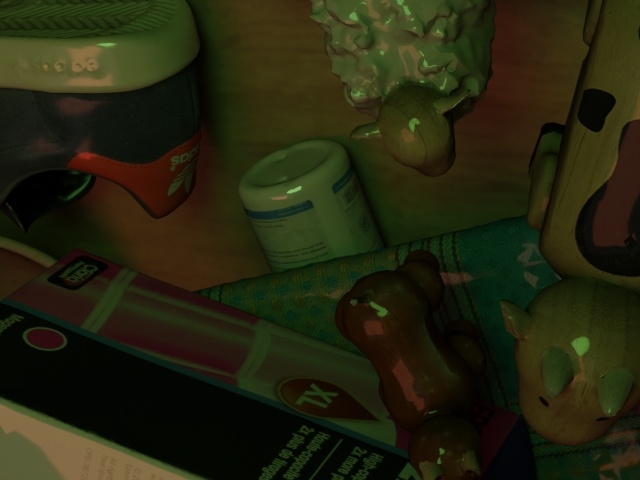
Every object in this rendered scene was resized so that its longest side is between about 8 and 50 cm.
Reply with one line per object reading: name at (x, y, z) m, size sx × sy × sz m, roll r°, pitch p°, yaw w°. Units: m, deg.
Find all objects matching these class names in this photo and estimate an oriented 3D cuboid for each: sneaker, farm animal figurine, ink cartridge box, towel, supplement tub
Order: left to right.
sneaker at (-0.227, -0.084, 1.103) m, size 0.350 × 0.131 × 0.148 m, roll 10°, pitch 124°, yaw 31°
ink cartridge box at (-0.016, 0.117, 0.913) m, size 0.371 × 0.176 × 0.069 m, roll 22°, pitch 116°, yaw 13°
supplement tub at (0.000, 0.000, 1.039) m, size 0.071 × 0.071 × 0.107 m, roll -1°, pitch 121°, yaw 39°
towel at (0.074, 0.128, 1.004) m, size 0.370 × 0.040 × 0.271 m, roll -12°, pitch 104°, yaw 25°
farm animal figurine at (0.161, 0.009, 0.792) m, size 0.330 × 0.172 × 0.327 m, roll 0°, pitch 110°, yaw 8°

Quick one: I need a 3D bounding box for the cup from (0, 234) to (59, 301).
cup at (-0.316, 0.128, 1.247) m, size 0.237 × 0.331 × 0.331 m, roll 25°, pitch 142°, yaw 59°
